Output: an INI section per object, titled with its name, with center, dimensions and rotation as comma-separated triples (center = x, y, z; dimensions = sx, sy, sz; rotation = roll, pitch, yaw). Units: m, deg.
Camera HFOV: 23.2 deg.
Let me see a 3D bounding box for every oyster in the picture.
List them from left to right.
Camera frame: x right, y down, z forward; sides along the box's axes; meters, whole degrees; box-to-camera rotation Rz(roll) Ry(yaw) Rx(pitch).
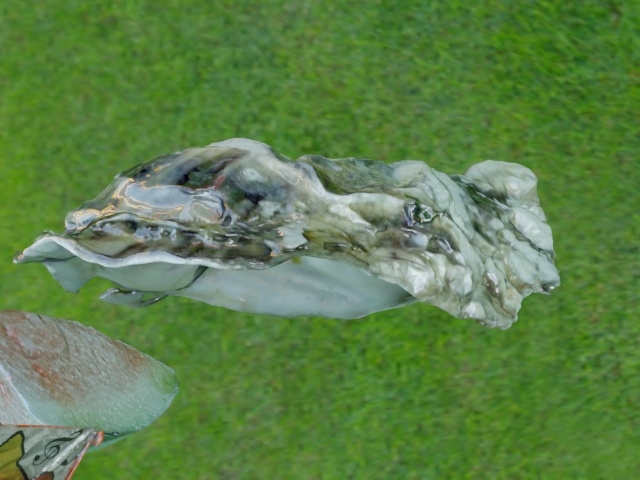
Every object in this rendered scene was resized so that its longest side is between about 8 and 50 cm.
[oyster]
center = 0.000, 0.003, 0.652
dimensions = 0.252, 0.199, 0.087
rotation = -7, 83, -10

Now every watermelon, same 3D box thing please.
[watermelon]
center = -0.145, 0.086, 0.902
dimensions = 0.081, 0.180, 0.094
rotation = -22, 70, 18

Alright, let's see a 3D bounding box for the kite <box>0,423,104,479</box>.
[kite]
center = -0.148, 0.113, 0.365
dimensions = 0.006, 0.244, 0.198
rotation = 38, 151, 31
